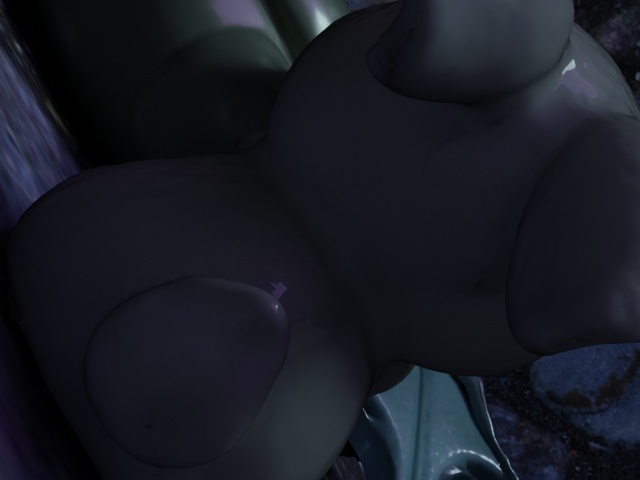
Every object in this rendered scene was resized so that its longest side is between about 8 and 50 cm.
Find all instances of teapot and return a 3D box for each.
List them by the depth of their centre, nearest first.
[{"bbox_3d":[-0.038,-0.066,0.679,0.318,0.149,0.220,61,2,38],"label":"teapot"}]

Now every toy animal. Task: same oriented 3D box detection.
[{"bbox_3d":[0.006,0.001,0.392,0.127,0.193,0.178,61,10,0],"label":"toy animal"}]

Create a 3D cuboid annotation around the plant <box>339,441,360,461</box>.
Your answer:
[{"bbox_3d":[0.031,0.071,0.875,0.129,0.132,0.194,61,-4,17],"label":"plant"}]

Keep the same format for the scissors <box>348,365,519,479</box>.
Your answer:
[{"bbox_3d":[0.051,0.050,0.680,0.191,0.029,0.360,34,36,-17],"label":"scissors"}]
